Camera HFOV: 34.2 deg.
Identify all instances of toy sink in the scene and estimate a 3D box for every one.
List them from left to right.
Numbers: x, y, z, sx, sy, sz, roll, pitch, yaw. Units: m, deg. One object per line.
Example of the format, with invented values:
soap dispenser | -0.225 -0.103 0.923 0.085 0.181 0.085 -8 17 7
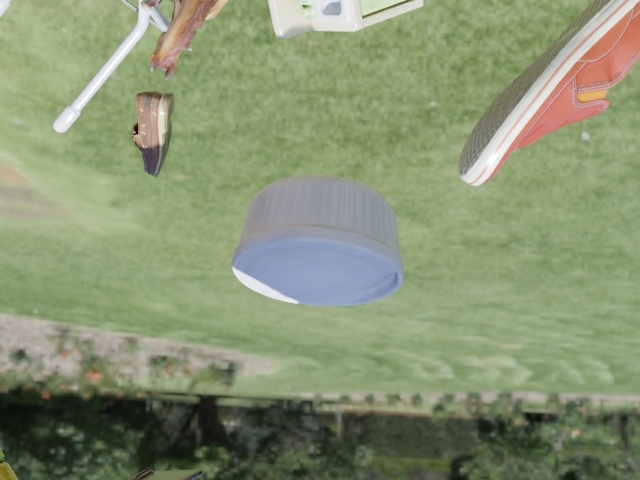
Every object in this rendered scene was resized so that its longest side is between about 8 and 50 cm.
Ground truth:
toy sink | 0.041 -0.428 1.695 0.234 0.153 0.131 -26 -154 -35

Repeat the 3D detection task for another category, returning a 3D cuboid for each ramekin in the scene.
ramekin | 0.000 0.000 1.637 0.272 0.127 0.273 4 155 2

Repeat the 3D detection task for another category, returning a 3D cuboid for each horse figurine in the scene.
horse figurine | -0.068 -0.256 0.933 0.066 0.263 0.174 52 178 -20

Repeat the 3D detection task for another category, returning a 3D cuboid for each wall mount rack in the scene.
wall mount rack | -0.280 -0.310 1.152 0.130 0.350 0.304 -21 150 -27

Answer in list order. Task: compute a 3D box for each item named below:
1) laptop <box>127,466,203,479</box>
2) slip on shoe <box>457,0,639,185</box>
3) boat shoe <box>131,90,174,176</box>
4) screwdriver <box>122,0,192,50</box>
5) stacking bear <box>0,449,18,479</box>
laptop | -0.335 0.511 1.455 0.382 0.408 0.236 -28 -146 -26
slip on shoe | 0.297 -0.180 1.252 0.101 0.331 0.123 47 173 -9
boat shoe | -0.275 -0.176 1.690 0.060 0.064 0.178 13 140 -2
screwdriver | -0.216 -0.264 1.174 0.170 0.024 0.025 39 135 -12
stacking bear | -0.360 0.269 1.031 0.289 0.164 0.175 46 -166 4
